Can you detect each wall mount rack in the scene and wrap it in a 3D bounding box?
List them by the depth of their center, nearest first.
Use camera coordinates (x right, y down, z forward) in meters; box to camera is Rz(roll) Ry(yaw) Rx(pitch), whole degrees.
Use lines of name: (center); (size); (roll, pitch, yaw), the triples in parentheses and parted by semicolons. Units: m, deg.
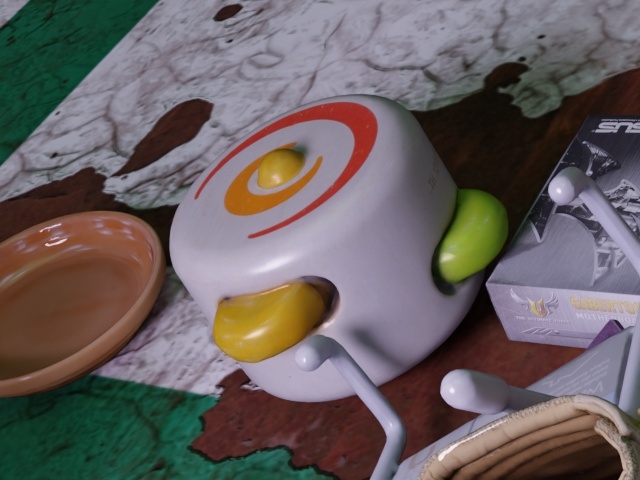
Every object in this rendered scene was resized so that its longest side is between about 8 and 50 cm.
wall mount rack: (0.058, 0.099, 0.944); (0.350, 0.130, 0.304); (-35, 10, 27)

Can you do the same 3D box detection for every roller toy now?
roller toy: (0.000, 0.000, 1.204); (0.209, 0.146, 0.191); (-38, 29, -10)

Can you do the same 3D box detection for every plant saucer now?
plant saucer: (-0.208, 0.053, 1.374); (0.200, 0.037, 0.200); (-16, 35, 11)

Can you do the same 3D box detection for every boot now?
boot: (0.192, 0.134, 0.767); (0.262, 0.203, 0.095); (-2, 65, 41)

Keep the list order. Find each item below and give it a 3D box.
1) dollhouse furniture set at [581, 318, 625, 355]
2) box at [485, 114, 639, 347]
dollhouse furniture set: (0.206, 0.116, 1.062); (0.081, 0.091, 0.114); (0, 43, -41)
box: (0.248, -0.005, 1.157); (0.231, 0.056, 0.183); (4, 43, 36)
